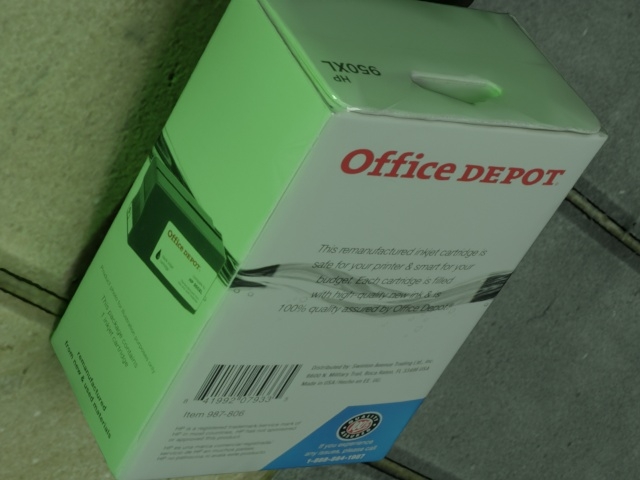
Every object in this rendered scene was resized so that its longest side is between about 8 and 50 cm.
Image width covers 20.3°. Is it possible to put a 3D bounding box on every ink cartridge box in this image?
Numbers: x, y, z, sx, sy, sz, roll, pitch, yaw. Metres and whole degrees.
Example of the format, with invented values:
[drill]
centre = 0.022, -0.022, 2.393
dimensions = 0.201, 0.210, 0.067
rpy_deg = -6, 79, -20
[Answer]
[ink cartridge box]
centre = 0.000, 0.000, 1.436
dimensions = 0.285, 0.166, 0.395
rpy_deg = 2, 133, -39

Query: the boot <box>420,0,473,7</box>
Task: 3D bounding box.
[boot]
centre = 0.093, -0.215, 1.430
dimensions = 0.198, 0.137, 0.077
rpy_deg = 28, 101, -47
